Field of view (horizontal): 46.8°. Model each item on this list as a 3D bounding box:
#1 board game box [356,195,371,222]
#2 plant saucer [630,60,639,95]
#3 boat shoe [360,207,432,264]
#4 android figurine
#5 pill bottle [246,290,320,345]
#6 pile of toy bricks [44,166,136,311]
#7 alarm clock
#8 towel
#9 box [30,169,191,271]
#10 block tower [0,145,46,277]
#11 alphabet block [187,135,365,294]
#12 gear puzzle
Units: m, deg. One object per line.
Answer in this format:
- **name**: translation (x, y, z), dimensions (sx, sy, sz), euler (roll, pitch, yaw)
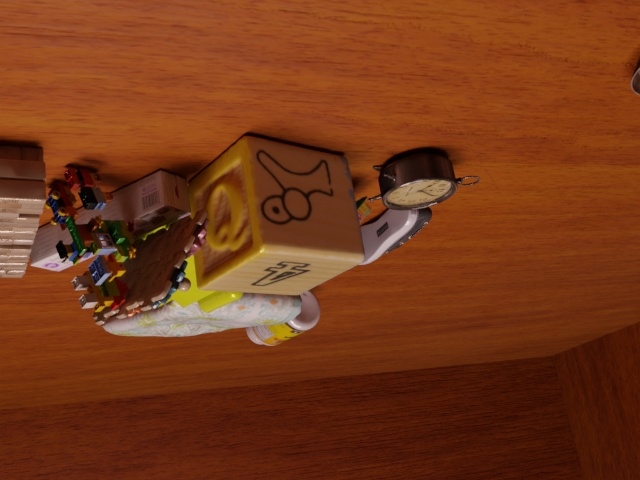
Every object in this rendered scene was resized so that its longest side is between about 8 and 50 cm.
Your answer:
- **board game box**: translation (0.000, 0.000, 1.349), dimensions (0.124, 0.039, 0.259), euler (-50, -172, -27)
- **plant saucer**: translation (0.521, -0.257, 1.041), dimensions (0.168, 0.029, 0.168), euler (-9, 161, -3)
- **boat shoe**: translation (0.140, -0.014, 1.485), dimensions (0.076, 0.080, 0.228), euler (5, 148, -31)
- **android figurine**: translation (-0.241, 0.034, 1.338), dimensions (0.272, 0.056, 0.248), euler (-25, 126, 25)
- **pill bottle**: translation (-0.103, 0.199, 1.890), dimensions (0.117, 0.117, 0.215), euler (5, 156, -36)
- **pile of toy bricks**: translation (-0.324, -0.009, 1.110), dimensions (0.118, 0.212, 0.105), euler (-41, 156, 32)
- **alarm clock**: translation (0.183, -0.102, 1.264), dimensions (0.192, 0.064, 0.129), euler (-1, 159, -14)
- **towel**: translation (-0.274, 0.160, 1.670), dimensions (0.320, 0.090, 0.374), euler (5, 165, -40)
- **box**: translation (-0.355, -0.028, 1.227), dimensions (0.324, 0.067, 0.063), euler (-21, 158, 28)
- **block tower**: translation (-0.480, -0.033, 1.115), dimensions (0.097, 0.091, 0.335), euler (2, 158, -28)
- **alphabet block**: translation (-0.074, -0.030, 1.165), dimensions (0.197, 0.192, 0.193), euler (8, 152, -38)
- **gear puzzle**: translation (-0.290, 0.064, 1.192), dimensions (0.044, 0.175, 0.339), euler (38, 146, -26)
